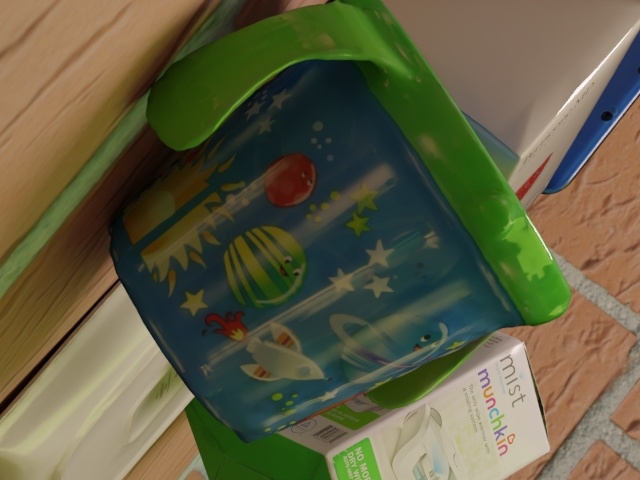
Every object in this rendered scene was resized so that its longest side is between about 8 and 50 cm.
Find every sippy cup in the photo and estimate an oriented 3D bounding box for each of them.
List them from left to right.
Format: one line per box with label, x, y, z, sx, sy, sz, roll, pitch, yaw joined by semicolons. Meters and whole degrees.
sippy cup;0.000;0.000;1.146;0.224;0.305;0.240;-33;-165;2

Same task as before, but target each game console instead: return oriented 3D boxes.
game console;0.253;-0.163;2.017;0.293;0.173;0.250;-50;171;-14

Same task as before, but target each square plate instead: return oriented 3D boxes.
square plate;-0.134;0.096;1.432;0.344;0.049;0.347;-48;171;-24

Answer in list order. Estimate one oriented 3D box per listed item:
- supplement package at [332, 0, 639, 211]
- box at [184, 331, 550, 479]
supplement package;0.097;-0.102;1.410;0.177;0.175;0.293;-47;170;-24
box;0.037;0.162;1.731;0.231;0.127;0.262;-27;-157;-28
